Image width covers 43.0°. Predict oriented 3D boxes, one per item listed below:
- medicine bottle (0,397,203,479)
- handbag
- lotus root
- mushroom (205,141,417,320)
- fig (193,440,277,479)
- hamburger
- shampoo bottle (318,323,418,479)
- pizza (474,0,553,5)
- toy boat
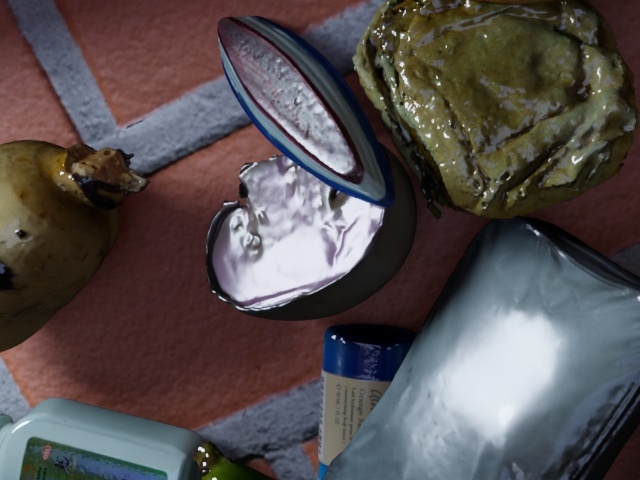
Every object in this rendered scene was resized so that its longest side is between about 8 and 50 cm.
[{"bbox_3d":[-0.233,0.218,0.777,0.229,0.083,0.121,13,106,7],"label":"medicine bottle"},{"bbox_3d":[0.118,0.147,0.620,0.075,0.191,0.332,23,102,-42],"label":"handbag"},{"bbox_3d":[-0.264,0.004,0.701,0.140,0.154,0.257,41,108,-7],"label":"lotus root"},{"bbox_3d":[0.000,0.000,0.680,0.188,0.141,0.117,-24,139,21],"label":"mushroom"},{"bbox_3d":[-0.055,0.297,0.710,0.195,0.195,0.245,-19,103,12],"label":"fig"},{"bbox_3d":[0.136,-0.116,0.640,0.183,0.130,0.206,-25,82,4],"label":"hamburger"},{"bbox_3d":[0.042,0.169,0.739,0.087,0.050,0.183,3,102,5],"label":"shampoo bottle"},{"bbox_3d":[0.149,-0.294,0.559,0.409,0.114,0.278,5,83,1],"label":"pizza"},{"bbox_3d":[-0.017,-0.106,0.636,0.080,0.046,0.229,-45,56,12],"label":"toy boat"}]
